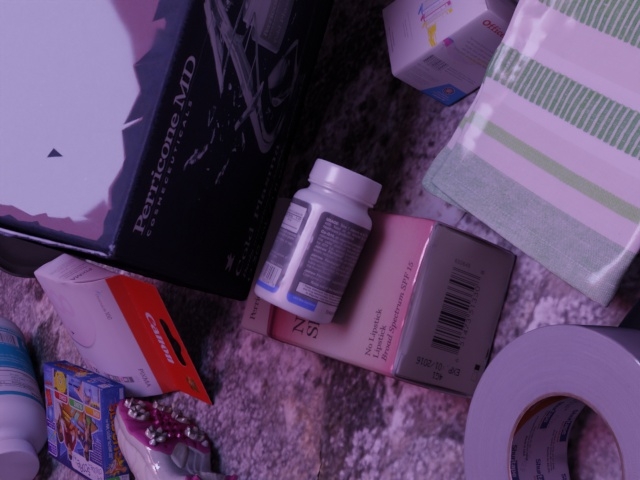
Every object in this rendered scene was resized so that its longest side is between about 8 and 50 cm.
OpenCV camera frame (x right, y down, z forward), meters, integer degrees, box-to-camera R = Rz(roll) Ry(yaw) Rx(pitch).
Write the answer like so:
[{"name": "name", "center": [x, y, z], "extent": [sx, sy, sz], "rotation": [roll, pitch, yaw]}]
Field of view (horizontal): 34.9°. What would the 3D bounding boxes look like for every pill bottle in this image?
[{"name": "pill bottle", "center": [-0.491, 0.245, 1.517], "extent": [0.146, 0.146, 0.264], "rotation": [-52, 43, 20]}, {"name": "pill bottle", "center": [0.000, 0.000, 0.928], "extent": [0.078, 0.078, 0.137], "rotation": [25, 91, 50]}]

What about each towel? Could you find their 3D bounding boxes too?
[{"name": "towel", "center": [0.236, -0.142, 0.886], "extent": [0.248, 0.038, 0.325], "rotation": [40, 107, 47]}]

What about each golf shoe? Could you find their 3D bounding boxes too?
[{"name": "golf shoe", "center": [-0.174, 0.295, 1.176], "extent": [0.306, 0.115, 0.140], "rotation": [37, 106, 50]}]

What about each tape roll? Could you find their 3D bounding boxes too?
[{"name": "tape roll", "center": [0.211, 0.174, 0.788], "extent": [0.219, 0.072, 0.219], "rotation": [-8, 80, 53]}]

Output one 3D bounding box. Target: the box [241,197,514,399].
[{"name": "box", "center": [0.051, 0.052, 1.009], "extent": [0.232, 0.126, 0.149], "rotation": [10, 83, 49]}]

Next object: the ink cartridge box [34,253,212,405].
[{"name": "ink cartridge box", "center": [-0.252, 0.121, 1.284], "extent": [0.066, 0.189, 0.232], "rotation": [-35, 29, -25]}]

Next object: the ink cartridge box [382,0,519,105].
[{"name": "ink cartridge box", "center": [0.149, -0.221, 1.039], "extent": [0.143, 0.092, 0.090], "rotation": [-30, 54, 36]}]

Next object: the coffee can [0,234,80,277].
[{"name": "coffee can", "center": [-0.492, -0.079, 1.607], "extent": [0.275, 0.201, 0.202], "rotation": [27, 95, 50]}]

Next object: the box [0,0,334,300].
[{"name": "box", "center": [-0.195, -0.213, 1.078], "extent": [0.297, 0.472, 0.480], "rotation": [15, 85, 12]}]

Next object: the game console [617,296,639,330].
[{"name": "game console", "center": [0.345, -0.028, 0.783], "extent": [0.361, 0.044, 0.213], "rotation": [-57, 40, 14]}]

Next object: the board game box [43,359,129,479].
[{"name": "board game box", "center": [-0.316, 0.244, 1.362], "extent": [0.201, 0.035, 0.136], "rotation": [7, 100, 54]}]
